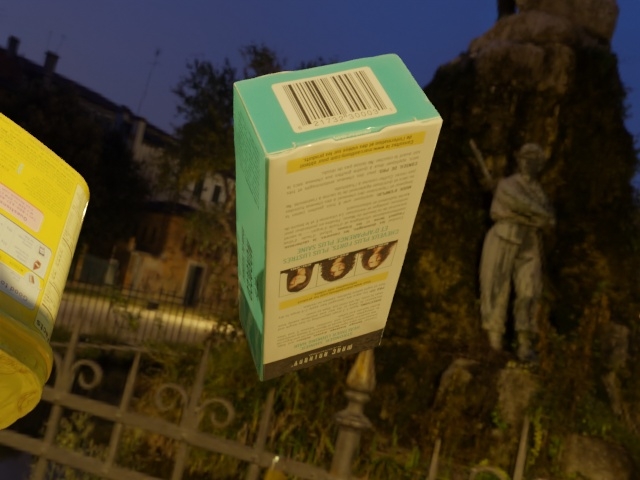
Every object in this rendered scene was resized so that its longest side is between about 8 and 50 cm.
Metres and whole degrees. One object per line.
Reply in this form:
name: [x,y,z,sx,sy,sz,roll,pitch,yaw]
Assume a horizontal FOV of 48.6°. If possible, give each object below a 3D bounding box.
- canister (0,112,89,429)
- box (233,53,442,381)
canister: [-0.199,0.004,0.395,0.073,0.170,0.126,-34,-55,20]
box: [0.000,0.000,0.465,0.101,0.060,0.244,-14,-35,-16]
